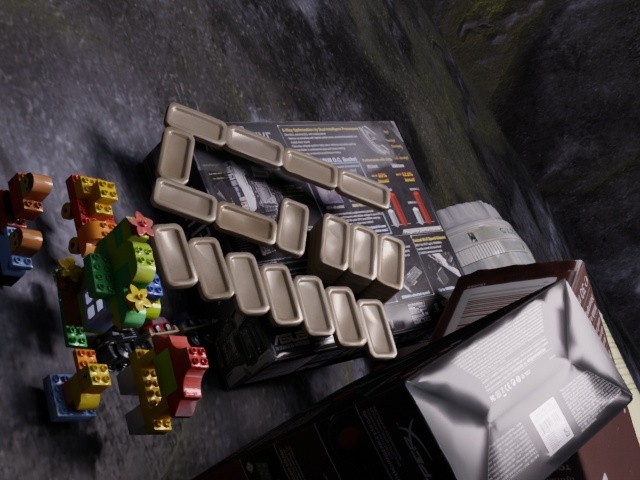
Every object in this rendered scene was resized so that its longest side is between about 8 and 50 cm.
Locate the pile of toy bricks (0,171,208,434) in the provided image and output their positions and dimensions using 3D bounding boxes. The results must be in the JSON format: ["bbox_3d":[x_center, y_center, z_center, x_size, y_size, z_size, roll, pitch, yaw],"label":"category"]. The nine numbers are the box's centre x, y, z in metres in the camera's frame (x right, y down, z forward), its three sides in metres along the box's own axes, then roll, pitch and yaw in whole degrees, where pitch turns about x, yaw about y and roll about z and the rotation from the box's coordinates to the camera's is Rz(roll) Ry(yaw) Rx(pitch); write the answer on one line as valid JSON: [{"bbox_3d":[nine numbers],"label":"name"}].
[{"bbox_3d":[-0.148,0.023,0.722,0.118,0.105,0.212,11,51,-46],"label":"pile of toy bricks"}]

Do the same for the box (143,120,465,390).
[{"bbox_3d":[0.000,0.000,1.041,0.307,0.076,0.242,-8,68,-45],"label":"box"}]

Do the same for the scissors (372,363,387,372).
[{"bbox_3d":[0.082,0.252,1.164,0.109,0.021,0.297,57,21,-21],"label":"scissors"}]

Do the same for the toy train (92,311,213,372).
[{"bbox_3d":[-0.134,0.080,0.843,0.036,0.027,0.158,55,18,14],"label":"toy train"}]

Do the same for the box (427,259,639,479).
[{"bbox_3d":[0.232,0.232,1.022,0.191,0.143,0.381,-55,129,-53],"label":"box"}]

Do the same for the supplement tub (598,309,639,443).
[{"bbox_3d":[0.327,0.223,1.479,0.235,0.235,0.325,16,49,-64],"label":"supplement tub"}]

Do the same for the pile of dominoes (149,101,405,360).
[{"bbox_3d":[-0.041,0.000,0.935,0.251,0.040,0.196,20,51,-19],"label":"pile of dominoes"}]

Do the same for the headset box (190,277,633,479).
[{"bbox_3d":[0.055,0.160,0.798,0.218,0.293,0.110,-23,82,-45],"label":"headset box"}]

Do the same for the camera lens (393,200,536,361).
[{"bbox_3d":[0.198,0.118,1.300,0.219,0.219,0.274,23,35,-60],"label":"camera lens"}]
